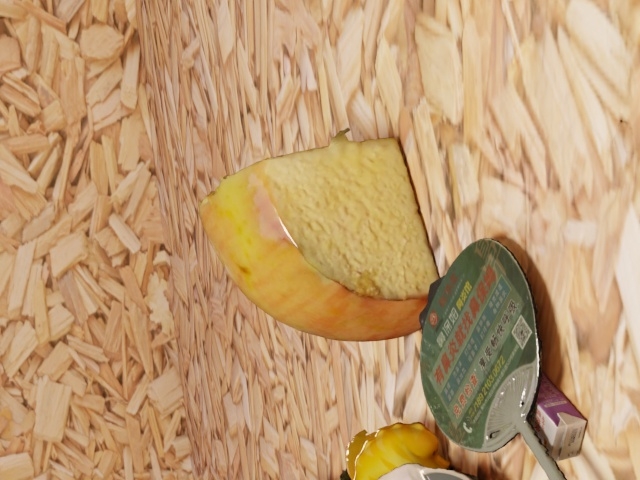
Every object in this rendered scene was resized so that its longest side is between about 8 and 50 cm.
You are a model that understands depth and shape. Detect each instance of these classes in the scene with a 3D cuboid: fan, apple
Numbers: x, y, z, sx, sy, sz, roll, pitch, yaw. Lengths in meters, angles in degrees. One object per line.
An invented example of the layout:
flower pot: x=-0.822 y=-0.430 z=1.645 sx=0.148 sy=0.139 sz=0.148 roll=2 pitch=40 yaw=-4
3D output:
fan: x=0.179 y=0.115 z=1.003 sx=0.294 sy=0.012 sz=0.223 roll=24 pitch=109 yaw=62
apple: x=0.000 y=0.000 z=1.314 sx=0.252 sy=0.314 sz=0.309 roll=-61 pitch=10 yaw=-26

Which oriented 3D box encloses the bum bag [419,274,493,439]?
bum bag: x=0.162 y=0.131 z=1.115 sx=0.087 sy=0.049 sz=0.198 roll=-46 pitch=52 yaw=38

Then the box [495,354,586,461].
box: x=0.211 y=0.161 z=0.996 sx=0.117 sy=0.036 sz=0.051 roll=-126 pitch=33 yaw=-52

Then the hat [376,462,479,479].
hat: x=0.121 y=0.384 z=1.112 sx=0.275 sy=0.232 sz=0.161 roll=50 pitch=173 yaw=29

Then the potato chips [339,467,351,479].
potato chips: x=0.055 y=0.357 z=1.318 sx=0.059 sy=0.228 sz=0.167 roll=-18 pitch=96 yaw=37

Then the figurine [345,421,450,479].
figurine: x=0.118 y=0.342 z=1.256 sx=0.156 sy=0.131 sz=0.247 roll=24 pitch=-136 yaw=-82
